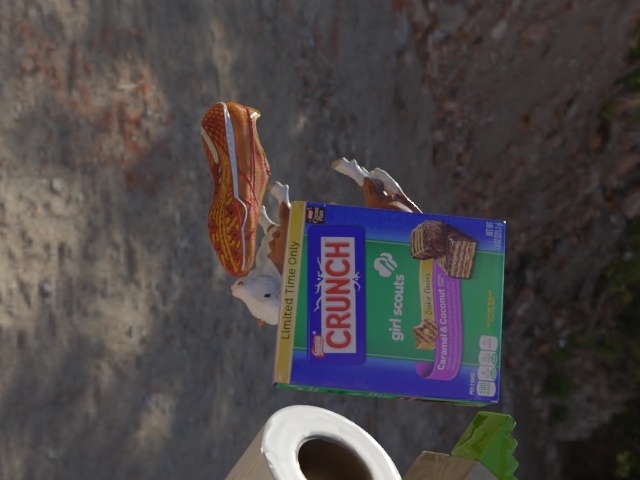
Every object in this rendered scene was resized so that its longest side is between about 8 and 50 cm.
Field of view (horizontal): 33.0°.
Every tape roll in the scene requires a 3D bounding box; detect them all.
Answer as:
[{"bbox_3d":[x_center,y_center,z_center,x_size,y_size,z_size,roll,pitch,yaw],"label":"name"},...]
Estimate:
[{"bbox_3d":[-0.019,0.388,1.588,0.169,0.246,0.246,-56,-178,28],"label":"tape roll"}]

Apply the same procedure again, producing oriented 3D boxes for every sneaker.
[{"bbox_3d":[-0.075,-0.051,1.069,0.067,0.064,0.175,1,87,-39],"label":"sneaker"}]

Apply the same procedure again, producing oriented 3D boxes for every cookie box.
[{"bbox_3d":[0.033,0.032,0.531,0.040,0.107,0.092,102,-8,-76],"label":"cookie box"}]

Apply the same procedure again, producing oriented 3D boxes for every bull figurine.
[{"bbox_3d":[0.000,0.000,1.513,0.188,0.310,0.101,65,-22,18],"label":"bull figurine"}]

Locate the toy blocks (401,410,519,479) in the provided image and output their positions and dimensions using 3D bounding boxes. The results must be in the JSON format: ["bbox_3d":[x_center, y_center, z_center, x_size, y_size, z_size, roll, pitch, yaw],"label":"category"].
[{"bbox_3d":[0.117,0.376,0.911,0.261,0.191,0.381,44,70,-14],"label":"toy blocks"}]
